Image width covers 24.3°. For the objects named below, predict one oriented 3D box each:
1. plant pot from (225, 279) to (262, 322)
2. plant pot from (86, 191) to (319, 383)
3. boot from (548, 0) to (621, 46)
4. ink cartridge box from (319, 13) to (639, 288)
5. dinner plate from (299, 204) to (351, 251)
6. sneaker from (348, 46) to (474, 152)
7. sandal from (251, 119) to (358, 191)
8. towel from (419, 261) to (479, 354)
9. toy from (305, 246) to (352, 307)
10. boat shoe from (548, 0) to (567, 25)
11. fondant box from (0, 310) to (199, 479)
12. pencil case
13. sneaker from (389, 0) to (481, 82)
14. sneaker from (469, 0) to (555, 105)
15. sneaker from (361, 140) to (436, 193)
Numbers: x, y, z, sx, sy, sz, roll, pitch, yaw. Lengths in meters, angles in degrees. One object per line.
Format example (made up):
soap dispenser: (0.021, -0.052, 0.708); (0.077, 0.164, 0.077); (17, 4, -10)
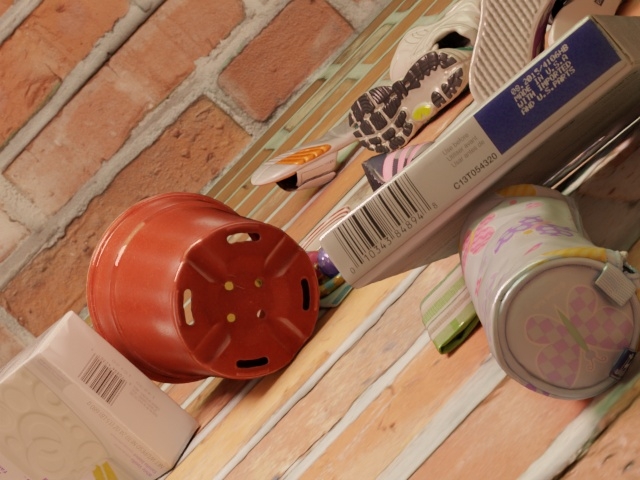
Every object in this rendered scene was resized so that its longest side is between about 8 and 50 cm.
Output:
plant pot: (-0.122, 0.076, 2.305); (0.083, 0.081, 0.081); (-29, 17, 21)
plant pot: (-0.144, 0.070, 1.975); (0.272, 0.272, 0.265); (-49, 19, -15)
boot: (0.339, -0.282, 1.932); (0.190, 0.069, 0.086); (-50, -3, -32)
ink cartridge box: (0.191, -0.090, 1.420); (0.324, 0.071, 0.330); (-40, -9, 23)
dinner plate: (0.000, 0.000, 2.272); (0.141, 0.017, 0.141); (-44, 12, 12)
sneaker: (0.156, -0.224, 2.366); (0.275, 0.107, 0.110); (-29, 0, 42)
sandal: (0.004, -0.139, 2.649); (0.265, 0.076, 0.102); (-28, 19, -21)
towel: (0.151, 0.056, 1.500); (0.113, 0.023, 0.152); (-47, 13, 9)
toy: (0.008, 0.027, 2.042); (0.137, 0.056, 0.237); (-50, 11, -15)
boat shoe: (0.404, -0.428, 2.068); (0.306, 0.113, 0.105); (-47, 17, 6)
fondant box: (-0.359, 0.268, 2.057); (0.330, 0.238, 0.096); (-36, 16, 41)
pencil case: (0.180, 0.032, 1.205); (0.124, 0.113, 0.273); (-61, 7, 10)
sneaker: (0.192, -0.322, 2.547); (0.232, 0.090, 0.115); (-38, 17, 41)
sneaker: (0.263, -0.305, 1.938); (0.161, 0.102, 0.282); (-13, -57, -73)
sneaker: (0.142, -0.073, 1.834); (0.131, 0.112, 0.319); (-30, 12, -7)
